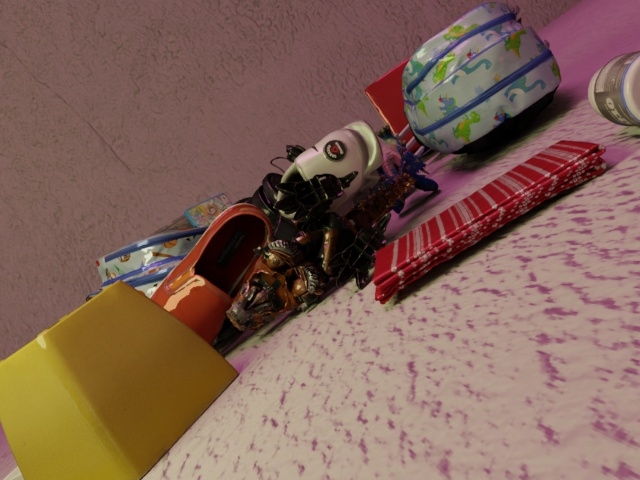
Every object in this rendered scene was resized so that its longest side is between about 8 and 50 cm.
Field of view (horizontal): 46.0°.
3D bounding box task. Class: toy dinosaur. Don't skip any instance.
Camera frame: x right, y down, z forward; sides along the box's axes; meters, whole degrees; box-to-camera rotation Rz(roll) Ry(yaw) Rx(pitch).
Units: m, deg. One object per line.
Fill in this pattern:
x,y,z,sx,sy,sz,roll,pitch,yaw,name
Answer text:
0.000,0.000,1.071,0.322,0.164,0.218,-60,-2,-19,toy dinosaur

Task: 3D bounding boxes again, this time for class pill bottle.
0.330,-0.156,0.777,0.078,0.078,0.137,-34,6,7,pill bottle

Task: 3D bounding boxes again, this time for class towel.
0.176,-0.028,0.846,0.274,0.031,0.199,-32,5,10,towel

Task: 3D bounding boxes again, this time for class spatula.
0.163,-0.175,1.549,0.242,0.019,0.168,-49,-27,-38,spatula

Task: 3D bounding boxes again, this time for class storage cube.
0.247,-0.326,1.802,0.193,0.215,0.183,-33,-5,13,storage cube

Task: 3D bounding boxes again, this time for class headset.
-0.084,-0.046,1.618,0.243,0.185,0.394,-34,34,49,headset

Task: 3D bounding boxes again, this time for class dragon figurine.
0.140,-0.101,1.268,0.085,0.144,0.289,-34,-24,7,dragon figurine

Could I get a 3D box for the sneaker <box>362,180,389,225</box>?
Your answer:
0.099,-0.069,1.433,0.209,0.069,0.082,-45,-21,-18,sneaker

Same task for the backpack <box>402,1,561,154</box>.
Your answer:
0.269,-0.266,1.293,0.290,0.273,0.355,-27,21,13,backpack

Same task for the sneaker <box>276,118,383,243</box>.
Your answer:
-0.008,-0.067,1.203,0.146,0.122,0.330,-23,-23,-16,sneaker

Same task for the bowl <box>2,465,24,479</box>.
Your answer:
-0.353,0.299,1.046,0.142,0.053,0.142,-33,7,27,bowl

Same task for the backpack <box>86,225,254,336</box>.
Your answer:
-0.237,0.085,1.290,0.263,0.213,0.276,-8,10,40,backpack

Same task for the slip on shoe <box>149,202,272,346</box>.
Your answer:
-0.176,0.084,1.113,0.331,0.123,0.101,-57,11,-12,slip on shoe

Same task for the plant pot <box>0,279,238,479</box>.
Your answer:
-0.271,0.177,0.925,0.212,0.187,0.212,-29,9,36,plant pot

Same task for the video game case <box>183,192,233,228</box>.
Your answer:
-0.215,-0.025,1.709,0.119,0.166,0.015,-30,-15,-40,video game case

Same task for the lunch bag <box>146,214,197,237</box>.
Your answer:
-0.311,0.086,1.759,0.305,0.212,0.256,-39,-10,-42,lunch bag

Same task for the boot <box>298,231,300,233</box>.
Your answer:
0.043,-0.084,1.722,0.258,0.095,0.123,-38,11,45,boot

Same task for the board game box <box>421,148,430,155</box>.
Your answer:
0.297,-0.226,1.652,0.133,0.033,0.168,-38,1,43,board game box

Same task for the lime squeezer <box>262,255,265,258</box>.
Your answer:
-0.131,0.041,1.422,0.310,0.110,0.059,-26,-26,29,lime squeezer
